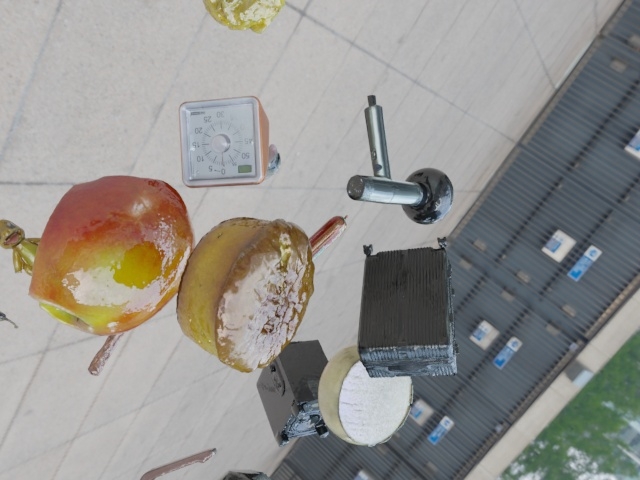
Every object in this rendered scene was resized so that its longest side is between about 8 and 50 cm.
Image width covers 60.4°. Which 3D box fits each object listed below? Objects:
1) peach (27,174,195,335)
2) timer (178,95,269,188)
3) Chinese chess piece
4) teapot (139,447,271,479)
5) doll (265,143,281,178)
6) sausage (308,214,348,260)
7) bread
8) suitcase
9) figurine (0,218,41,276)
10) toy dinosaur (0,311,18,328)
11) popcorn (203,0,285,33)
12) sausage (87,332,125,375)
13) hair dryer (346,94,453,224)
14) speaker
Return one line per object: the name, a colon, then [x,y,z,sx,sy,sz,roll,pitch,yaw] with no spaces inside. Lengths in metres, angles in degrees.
peach: [-0.443,0.018,1.248,0.242,0.306,0.380,-49,-160,59]
timer: [-0.284,-0.280,1.656,0.161,0.257,0.250,43,46,-72]
Chinese chess piece: [0.122,0.409,1.480,0.270,0.270,0.112,-42,-157,-26]
teapot: [-0.288,0.723,1.362,0.362,0.376,0.305,-23,169,3]
doll: [-0.200,-0.280,2.027,0.149,0.095,0.192,-45,-171,-12]
sausage: [0.000,0.000,1.943,0.264,0.083,0.083,-43,164,11]
bread: [-0.130,0.092,1.039,0.312,0.172,0.312,-47,146,-45]
suitcase: [0.215,0.165,1.367,0.335,0.230,0.152,-80,157,-44]
figurine: [-0.765,0.013,1.409,0.121,0.122,0.176,-50,129,-20]
toy dinosaur: [-0.969,0.221,1.642,0.180,0.058,0.037,73,38,-67]
popcorn: [-0.218,-0.700,1.559,0.250,0.250,0.190,-49,149,-5]
sausage: [-0.602,0.309,1.557,0.158,0.042,0.036,-57,-163,-10]
hair dryer: [0.207,-0.207,1.396,0.320,0.156,0.284,14,86,-46]
speaker: [-0.073,0.492,1.772,0.184,0.254,0.232,-1,133,-29]
